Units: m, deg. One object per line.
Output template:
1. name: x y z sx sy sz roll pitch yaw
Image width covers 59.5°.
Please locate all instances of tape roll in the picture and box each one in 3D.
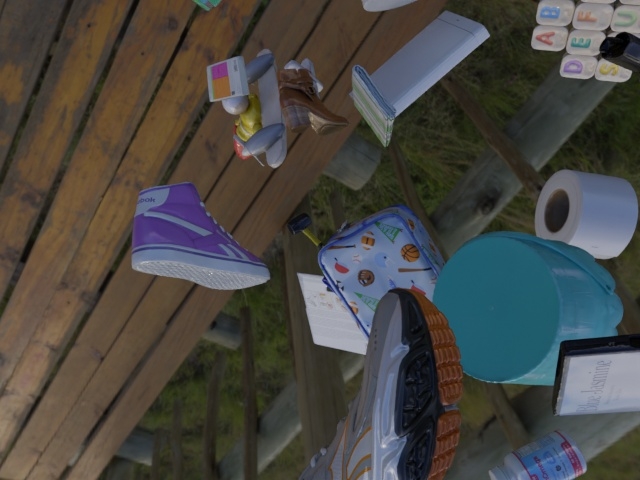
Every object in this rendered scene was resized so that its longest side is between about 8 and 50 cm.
1. tape roll: 0.760 -0.075 1.621 0.169 0.246 0.246 8 127 -8

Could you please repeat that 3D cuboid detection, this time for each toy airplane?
1. toy airplane: -0.175 -0.434 1.793 0.273 0.386 0.384 12 99 -28

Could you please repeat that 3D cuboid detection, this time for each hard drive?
1. hard drive: 0.252 -0.467 1.512 0.353 0.233 0.047 -40 123 10

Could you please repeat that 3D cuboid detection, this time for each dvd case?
1. dvd case: 0.401 0.151 0.636 0.253 0.022 0.180 -8 141 13

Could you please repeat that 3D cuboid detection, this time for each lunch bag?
1. lunch bag: 0.143 0.082 1.208 0.243 0.115 0.303 -30 97 23

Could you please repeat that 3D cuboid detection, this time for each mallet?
1. mallet: 0.000 0.000 1.402 0.062 0.190 0.039 -43 158 -26

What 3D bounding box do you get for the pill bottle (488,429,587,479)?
1. pill bottle: 0.402 0.425 1.044 0.160 0.087 0.087 -25 128 -5

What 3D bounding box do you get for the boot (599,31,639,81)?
1. boot: 0.601 -0.303 0.978 0.229 0.263 0.091 27 111 7

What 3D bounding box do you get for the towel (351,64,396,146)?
1. towel: 0.093 -0.233 0.979 0.023 0.113 0.152 -33 171 -1

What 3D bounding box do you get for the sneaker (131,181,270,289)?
1. sneaker: -0.184 -0.012 0.928 0.102 0.161 0.282 -18 157 27

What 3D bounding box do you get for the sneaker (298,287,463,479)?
1. sneaker: 0.030 0.164 0.415 0.121 0.262 0.099 0 170 39

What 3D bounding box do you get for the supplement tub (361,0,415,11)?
1. supplement tub: 0.158 -0.749 1.331 0.241 0.241 0.331 -15 96 4

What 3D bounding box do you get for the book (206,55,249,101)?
1. book: -0.246 -0.422 1.469 0.035 0.144 0.096 -18 106 -40

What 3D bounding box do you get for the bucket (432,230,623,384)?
1. bucket: 0.342 0.119 0.967 0.183 0.281 0.281 10 129 -41

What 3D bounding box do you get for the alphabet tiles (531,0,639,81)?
1. alphabet tiles: 0.565 -0.434 1.083 0.278 0.021 0.284 12 144 17

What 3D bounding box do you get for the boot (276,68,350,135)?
1. boot: -0.016 -0.337 1.351 0.197 0.152 0.073 -5 167 -46

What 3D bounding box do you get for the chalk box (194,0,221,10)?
1. chalk box: -0.334 -0.740 1.540 0.132 0.213 0.132 -43 163 15

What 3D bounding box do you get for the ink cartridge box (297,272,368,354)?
1. ink cartridge box: 0.079 0.193 1.526 0.275 0.060 0.238 4 116 37
